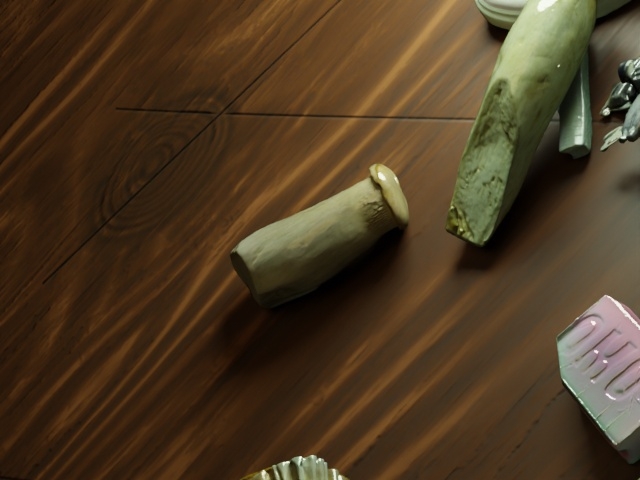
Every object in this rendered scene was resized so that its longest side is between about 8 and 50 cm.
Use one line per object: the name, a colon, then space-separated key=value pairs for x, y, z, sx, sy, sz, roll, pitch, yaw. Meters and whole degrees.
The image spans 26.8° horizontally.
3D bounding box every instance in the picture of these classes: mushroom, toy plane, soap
mushroom: x=0.221 y=-0.156 z=1.470 sx=0.087 sy=0.107 sz=0.333 roll=23 pitch=88 yaw=25
toy plane: x=0.383 y=-0.203 z=1.420 sx=0.262 sy=0.088 sz=0.192 roll=-62 pitch=19 yaw=-17
soap: x=0.289 y=0.128 z=1.300 sx=0.100 sy=0.056 sz=0.149 roll=-40 pitch=46 yaw=7
mushroom: x=-0.006 y=0.003 z=1.579 sx=0.247 sy=0.108 sz=0.096 roll=-30 pitch=89 yaw=22

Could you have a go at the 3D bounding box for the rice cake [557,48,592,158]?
rice cake: x=0.282 y=-0.172 z=1.513 sx=0.042 sy=0.030 sz=0.180 roll=-17 pitch=53 yaw=32

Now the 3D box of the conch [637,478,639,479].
conch: x=0.431 y=0.215 z=1.079 sx=0.386 sy=0.169 sz=0.203 roll=5 pitch=68 yaw=-1

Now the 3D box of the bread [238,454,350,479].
bread: x=-0.038 y=0.312 z=1.335 sx=0.210 sy=0.192 sz=0.110 roll=-33 pitch=45 yaw=17

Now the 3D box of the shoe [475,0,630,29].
shoe: x=0.317 y=-0.359 z=1.517 sx=0.363 sy=0.160 sz=0.132 roll=-18 pitch=52 yaw=27
